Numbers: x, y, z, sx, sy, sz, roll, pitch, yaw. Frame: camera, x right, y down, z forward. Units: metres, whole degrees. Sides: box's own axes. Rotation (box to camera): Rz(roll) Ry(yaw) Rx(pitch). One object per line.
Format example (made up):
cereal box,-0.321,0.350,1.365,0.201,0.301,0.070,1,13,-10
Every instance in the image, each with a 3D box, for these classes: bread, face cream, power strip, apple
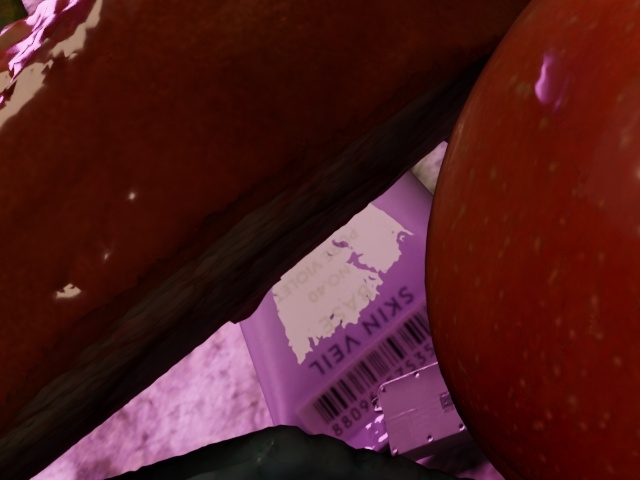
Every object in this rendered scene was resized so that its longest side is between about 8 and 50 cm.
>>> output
bread,-0.065,-0.022,0.677,0.327,0.114,0.295,-39,-4,-2
face cream,0.000,0.000,0.933,0.154,0.096,0.274,-39,47,9
power strip,0.066,0.074,0.817,0.090,0.016,0.040,-24,64,28
apple,0.154,0.013,0.573,0.216,0.260,0.260,-55,33,-4

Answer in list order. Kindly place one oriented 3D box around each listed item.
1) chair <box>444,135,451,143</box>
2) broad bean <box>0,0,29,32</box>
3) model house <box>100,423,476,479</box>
chair,0.138,-0.149,0.835,0.203,0.190,0.275,-44,24,38
broad bean,-0.279,-0.135,1.410,0.144,0.049,0.292,-40,35,27
model house,-0.032,0.199,0.696,0.280,0.249,0.230,-22,80,50
